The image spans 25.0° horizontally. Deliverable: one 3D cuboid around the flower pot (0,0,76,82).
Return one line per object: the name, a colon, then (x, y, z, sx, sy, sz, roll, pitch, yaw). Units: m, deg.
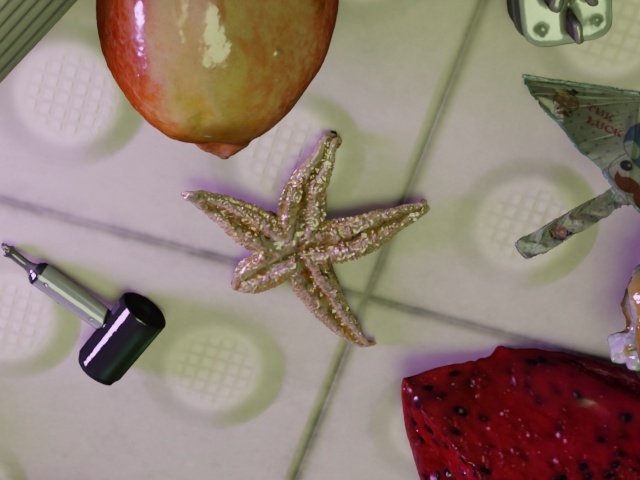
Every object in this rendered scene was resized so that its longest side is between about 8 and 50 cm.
flower pot: (-0.352, -0.258, 1.322, 0.189, 0.209, 0.239, -41, 111, 16)

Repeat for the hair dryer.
hair dryer: (-0.275, 0.068, 1.586, 0.197, 0.057, 0.100, 39, 108, -11)

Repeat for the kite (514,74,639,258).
kite: (0.328, -0.057, 1.480, 0.314, 0.335, 0.011, -33, 163, -22)

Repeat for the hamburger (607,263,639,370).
hamburger: (0.442, 0.057, 1.554, 0.288, 0.168, 0.192, -22, 117, 9)

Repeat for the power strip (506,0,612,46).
power strip: (0.222, -0.315, 1.375, 0.229, 0.141, 0.261, -9, 114, 2)

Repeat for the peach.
peach: (-0.098, -0.197, 1.368, 0.232, 0.232, 0.257, -7, 127, 0)

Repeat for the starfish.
starfish: (0.001, 0.002, 1.566, 0.231, 0.048, 0.295, -38, 114, 14)

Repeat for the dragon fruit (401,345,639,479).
dragon fruit: (0.286, 0.271, 1.611, 0.330, 0.240, 0.302, -16, 114, -3)
